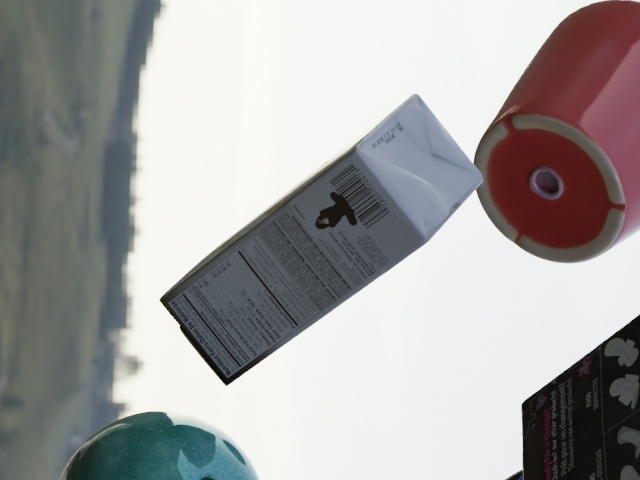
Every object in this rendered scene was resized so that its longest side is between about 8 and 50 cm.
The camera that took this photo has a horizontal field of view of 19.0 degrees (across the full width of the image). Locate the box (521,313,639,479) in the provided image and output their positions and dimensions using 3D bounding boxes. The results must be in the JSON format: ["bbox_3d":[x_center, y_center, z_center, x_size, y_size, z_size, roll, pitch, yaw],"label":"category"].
[{"bbox_3d":[0.261,0.183,1.226,0.142,0.247,0.163,-41,-153,32],"label":"box"}]

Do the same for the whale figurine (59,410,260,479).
[{"bbox_3d":[-0.138,0.265,1.576,0.141,0.216,0.272,-35,-151,49],"label":"whale figurine"}]

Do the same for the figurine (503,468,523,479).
[{"bbox_3d":[0.309,0.303,2.022,0.092,0.215,0.209,-14,-73,57],"label":"figurine"}]

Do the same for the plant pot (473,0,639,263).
[{"bbox_3d":[0.318,-0.115,2.245,0.243,0.275,0.275,-41,153,-44],"label":"plant pot"}]

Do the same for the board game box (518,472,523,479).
[{"bbox_3d":[0.274,0.293,1.394,0.233,0.347,0.078,-50,165,-35],"label":"board game box"}]

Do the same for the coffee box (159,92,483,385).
[{"bbox_3d":[0.000,0.000,1.601,0.246,0.098,0.141,-37,-177,34],"label":"coffee box"}]
